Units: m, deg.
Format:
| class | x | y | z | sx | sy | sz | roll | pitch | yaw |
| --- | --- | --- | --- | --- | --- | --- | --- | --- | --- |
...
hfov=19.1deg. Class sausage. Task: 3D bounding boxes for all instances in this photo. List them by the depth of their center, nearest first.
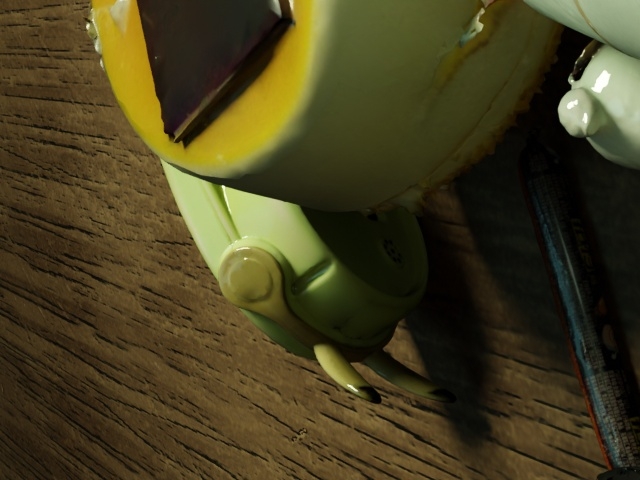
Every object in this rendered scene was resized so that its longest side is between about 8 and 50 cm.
| class | x | y | z | sx | sy | sz | roll | pitch | yaw |
| --- | --- | --- | --- | --- | --- | --- | --- | --- | --- |
| sausage | 0.132 | 0.035 | 0.954 | 0.025 | 0.028 | 0.198 | -24 | 73 | 35 |

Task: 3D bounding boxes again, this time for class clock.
| class | x | y | z | sx | sy | sz | roll | pitch | yaw |
| --- | --- | --- | --- | --- | --- | --- | --- | --- | --- |
| clock | 0.000 | 0.000 | 1.108 | 0.069 | 0.170 | 0.232 | -34 | 68 | 25 |

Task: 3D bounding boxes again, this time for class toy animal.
| class | x | y | z | sx | sy | sz | roll | pitch | yaw |
| --- | --- | --- | --- | --- | --- | --- | --- | --- | --- |
| toy animal | 0.158 | -0.045 | 0.793 | 0.124 | 0.085 | 0.071 | 45 | 123 | 47 |

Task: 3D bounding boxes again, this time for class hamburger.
| class | x | y | z | sx | sy | sz | roll | pitch | yaw |
| --- | --- | --- | --- | --- | --- | --- | --- | --- | --- |
| hamburger | 0.011 | -0.151 | 0.939 | 0.294 | 0.179 | 0.276 | -44 | 54 | 48 |

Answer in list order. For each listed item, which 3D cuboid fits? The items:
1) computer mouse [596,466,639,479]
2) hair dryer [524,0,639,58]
| class | x | y | z | sx | sy | sz | roll | pitch | yaw |
| --- | --- | --- | --- | --- | --- | --- | --- | --- | --- |
| computer mouse | 0.175 | 0.203 | 0.851 | 0.146 | 0.078 | 0.241 | 104 | 149 | -42 |
| hair dryer | 0.105 | -0.223 | 0.676 | 0.173 | 0.108 | 0.357 | 38 | 153 | 61 |
